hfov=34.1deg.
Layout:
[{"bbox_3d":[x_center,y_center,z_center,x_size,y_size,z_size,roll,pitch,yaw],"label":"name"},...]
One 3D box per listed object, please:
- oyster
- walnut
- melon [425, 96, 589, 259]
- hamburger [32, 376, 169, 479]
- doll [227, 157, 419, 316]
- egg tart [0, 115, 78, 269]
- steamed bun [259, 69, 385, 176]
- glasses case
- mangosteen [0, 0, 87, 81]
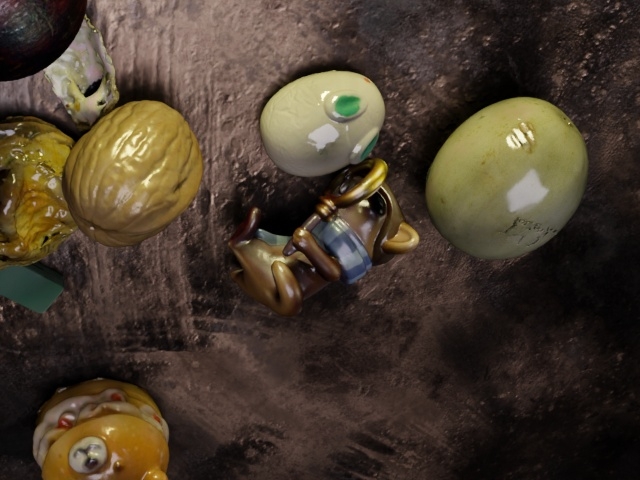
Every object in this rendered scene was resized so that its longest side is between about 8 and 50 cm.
[{"bbox_3d":[-0.380,-0.280,1.699,0.132,0.072,0.209,-9,116,24],"label":"oyster"},{"bbox_3d":[-0.307,-0.113,1.732,0.261,0.225,0.225,-56,133,-28],"label":"walnut"},{"bbox_3d":[0.340,-0.103,1.928,0.268,0.268,0.330,29,119,-32],"label":"melon"},{"bbox_3d":[-0.430,0.433,2.071,0.276,0.237,0.276,-10,125,-14],"label":"hamburger"},{"bbox_3d":[-0.003,-0.004,1.928,0.339,0.318,0.209,-26,90,-11],"label":"doll"},{"bbox_3d":[-0.508,-0.061,1.761,0.297,0.132,0.297,-19,130,-24],"label":"egg tart"},{"bbox_3d":[0.008,-0.199,1.839,0.228,0.131,0.177,-23,126,1],"label":"steamed bun"},{"bbox_3d":[-0.561,0.061,1.891,0.184,0.039,0.078,33,109,-33],"label":"glasses case"},{"bbox_3d":[-0.495,-0.345,1.446,0.359,0.306,0.306,-52,131,-23],"label":"mangosteen"}]
